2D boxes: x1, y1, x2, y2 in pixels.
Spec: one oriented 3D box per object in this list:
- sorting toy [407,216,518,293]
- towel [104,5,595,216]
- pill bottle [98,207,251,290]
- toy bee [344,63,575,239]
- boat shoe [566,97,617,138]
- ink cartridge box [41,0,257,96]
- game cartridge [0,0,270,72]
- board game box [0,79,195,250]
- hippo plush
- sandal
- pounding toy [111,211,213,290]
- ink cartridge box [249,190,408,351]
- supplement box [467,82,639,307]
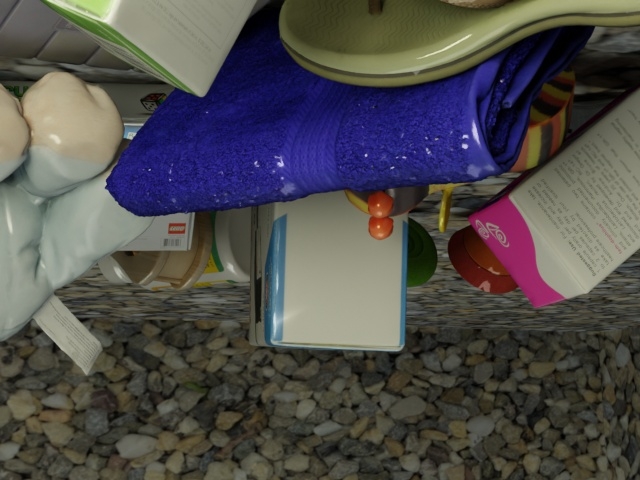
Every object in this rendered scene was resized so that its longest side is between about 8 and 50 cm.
[{"bbox_3d":[0.144,-0.019,1.752,0.366,0.127,0.126,6,139,-23],"label":"sorting toy"},{"bbox_3d":[0.017,-0.110,0.885,0.308,0.076,0.227,-6,-149,35],"label":"towel"},{"bbox_3d":[-0.185,0.005,1.689,0.208,0.117,0.118,-7,169,26],"label":"pill bottle"},{"bbox_3d":[0.079,-0.069,1.094,0.298,0.162,0.195,-21,138,15],"label":"toy bee"},{"bbox_3d":[0.283,-0.107,1.291,0.226,0.083,0.076,10,-178,2],"label":"boat shoe"},{"bbox_3d":[-0.045,-0.179,0.573,0.062,0.209,0.109,29,178,19],"label":"ink cartridge box"},{"bbox_3d":[-0.130,-0.186,0.792,0.230,0.068,0.355,-1,171,-27],"label":"game cartridge"},{"bbox_3d":[-0.270,-0.066,1.220,0.305,0.053,0.193,1,141,-11],"label":"board game box"},{"bbox_3d":[-0.265,-0.059,1.023,0.234,0.236,0.294,-28,138,-9],"label":"hippo plush"},{"bbox_3d":[0.107,-0.169,0.730,0.303,0.120,0.086,-10,139,30],"label":"sandal"},{"bbox_3d":[-0.181,-0.016,1.466,0.270,0.154,0.155,-9,168,36],"label":"pounding toy"},{"bbox_3d":[0.000,0.000,1.312,0.129,0.223,0.307,1,175,-7],"label":"ink cartridge box"},{"bbox_3d":[0.261,-0.050,1.166,0.220,0.114,0.111,-39,-179,-18],"label":"supplement box"}]
